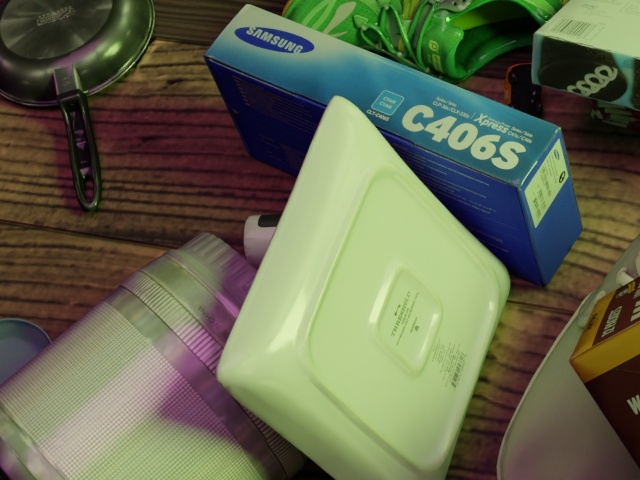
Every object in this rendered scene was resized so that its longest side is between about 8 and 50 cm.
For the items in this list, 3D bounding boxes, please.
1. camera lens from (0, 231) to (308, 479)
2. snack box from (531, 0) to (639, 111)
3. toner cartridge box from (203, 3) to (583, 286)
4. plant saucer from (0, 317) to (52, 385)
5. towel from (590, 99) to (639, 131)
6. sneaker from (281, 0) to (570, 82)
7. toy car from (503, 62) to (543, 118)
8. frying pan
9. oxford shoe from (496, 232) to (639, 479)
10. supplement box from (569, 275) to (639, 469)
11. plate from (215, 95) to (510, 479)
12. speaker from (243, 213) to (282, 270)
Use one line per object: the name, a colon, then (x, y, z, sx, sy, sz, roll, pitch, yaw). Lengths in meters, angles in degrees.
camera lens: (-0.139, 0.154, 1.469, 0.274, 0.219, 0.219, -40, 55, -12)
snack box: (0.373, -0.166, 1.551, 0.322, 0.060, 0.187, 18, 41, 29)
toner cartridge box: (0.066, -0.090, 1.608, 0.348, 0.165, 0.075, 25, 66, 28)
plant saucer: (-0.303, 0.130, 1.658, 0.119, 0.021, 0.119, -8, 56, 12)
towel: (0.439, -0.187, 1.641, 0.329, 0.037, 0.237, 10, 60, 22)
sneaker: (0.098, -0.219, 1.718, 0.295, 0.109, 0.123, -9, 51, 11)
toy car: (0.158, -0.131, 1.677, 0.122, 0.060, 0.040, -22, 22, -7)
frying pan: (-0.288, -0.175, 1.846, 0.197, 0.053, 0.326, 1, 55, 18)
oxford shoe: (0.285, 0.051, 1.392, 0.449, 0.130, 0.169, -50, 54, 14)
supplement box: (0.316, 0.099, 1.252, 0.191, 0.194, 0.129, -32, 6, 24)
plate: (0.058, 0.065, 1.441, 0.045, 0.278, 0.277, -5, 52, 41)
speaker: (0.000, 0.000, 1.635, 0.136, 0.055, 0.055, -3, 56, 15)
